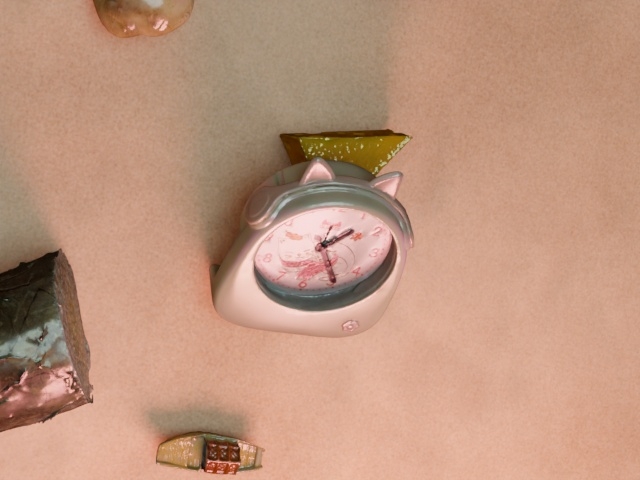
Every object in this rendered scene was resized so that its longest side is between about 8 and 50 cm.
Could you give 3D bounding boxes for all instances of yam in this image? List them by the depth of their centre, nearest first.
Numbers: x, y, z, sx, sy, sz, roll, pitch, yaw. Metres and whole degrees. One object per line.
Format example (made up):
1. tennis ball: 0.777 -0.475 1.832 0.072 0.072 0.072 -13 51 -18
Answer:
1. yam: -0.475 0.157 1.820 0.348 0.241 0.241 -17 104 -15

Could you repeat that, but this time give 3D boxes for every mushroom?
1. mushroom: -0.248 -0.346 1.886 0.148 0.112 0.148 4 63 -8

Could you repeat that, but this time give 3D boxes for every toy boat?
1. toy boat: -0.168 0.325 2.050 0.172 0.066 0.065 8 99 -21

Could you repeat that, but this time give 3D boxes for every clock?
1. clock: 0.000 0.000 1.956 0.265 0.109 0.324 10 131 -20

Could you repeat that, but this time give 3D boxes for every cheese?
1. cheese: 0.047 -0.134 2.043 0.171 0.093 0.126 -25 106 -15
